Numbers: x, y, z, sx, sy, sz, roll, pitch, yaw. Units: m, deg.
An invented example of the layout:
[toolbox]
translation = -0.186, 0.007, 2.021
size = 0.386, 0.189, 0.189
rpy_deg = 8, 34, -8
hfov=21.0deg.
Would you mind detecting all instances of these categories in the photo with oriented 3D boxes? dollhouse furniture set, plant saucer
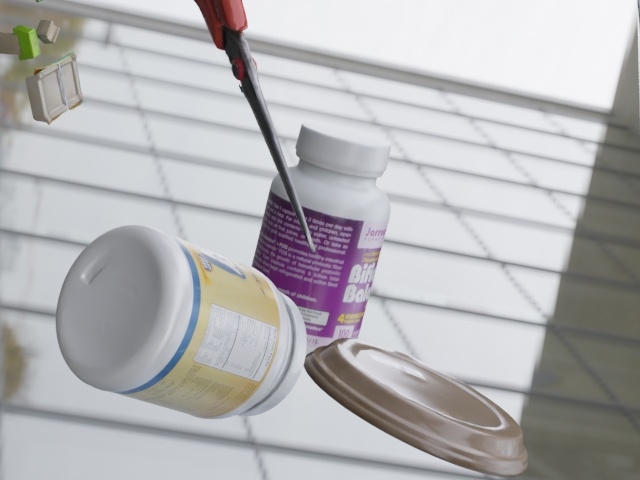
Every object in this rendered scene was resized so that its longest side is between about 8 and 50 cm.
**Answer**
[dollhouse furniture set]
translation = -0.309, -0.205, 1.859
size = 0.076, 0.058, 0.152
rpy_deg = -42, 132, -51
[plant saucer]
translation = 0.112, 0.180, 1.930
size = 0.041, 0.277, 0.278
rpy_deg = -65, -164, 9

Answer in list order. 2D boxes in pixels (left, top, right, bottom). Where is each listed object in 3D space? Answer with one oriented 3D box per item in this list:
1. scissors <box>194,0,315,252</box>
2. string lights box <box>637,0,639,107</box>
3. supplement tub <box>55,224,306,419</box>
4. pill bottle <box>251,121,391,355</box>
[scissors]
translation = -0.058, -0.129, 1.161
size = 0.109, 0.021, 0.297
rpy_deg = -21, -96, 63
[string lights box]
translation = 0.334, -0.091, 1.431
size = 0.260, 0.133, 0.077
rpy_deg = 76, 11, -51
[supplement tub]
translation = -0.118, 0.077, 1.518
size = 0.144, 0.199, 0.144
rpy_deg = -12, -112, 33
[pill bottle]
translation = 0.000, 0.000, 2.327
size = 0.169, 0.169, 0.302
rpy_deg = -126, -131, -71
